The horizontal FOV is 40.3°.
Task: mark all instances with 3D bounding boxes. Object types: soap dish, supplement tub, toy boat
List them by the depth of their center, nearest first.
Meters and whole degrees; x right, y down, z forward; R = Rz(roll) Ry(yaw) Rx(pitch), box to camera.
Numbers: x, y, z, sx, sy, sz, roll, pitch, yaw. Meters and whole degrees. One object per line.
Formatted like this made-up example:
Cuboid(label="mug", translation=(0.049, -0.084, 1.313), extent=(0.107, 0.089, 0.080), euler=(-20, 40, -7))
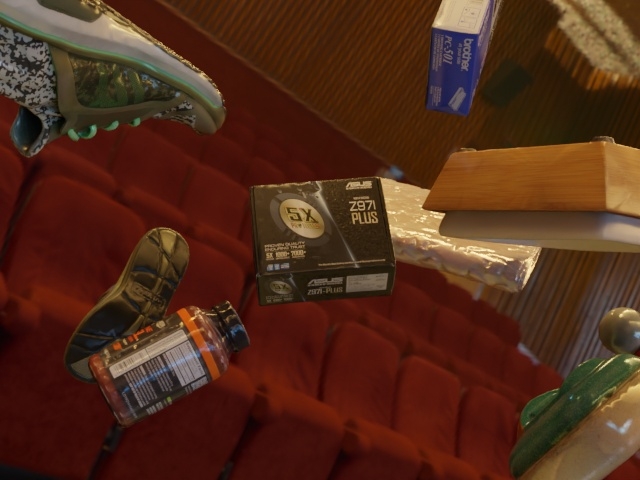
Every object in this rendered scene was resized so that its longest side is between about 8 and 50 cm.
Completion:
Cuboid(label="soap dish", translation=(0.307, -0.051, 1.083), extent=(0.229, 0.118, 0.291), euler=(6, -1, -35))
Cuboid(label="toy boat", translation=(0.357, 0.204, 1.130), extent=(0.148, 0.318, 0.267), euler=(48, -38, 19))
Cuboid(label="supplement tub", translation=(-0.194, 0.154, 1.141), extent=(0.106, 0.198, 0.106), euler=(55, -17, 26))

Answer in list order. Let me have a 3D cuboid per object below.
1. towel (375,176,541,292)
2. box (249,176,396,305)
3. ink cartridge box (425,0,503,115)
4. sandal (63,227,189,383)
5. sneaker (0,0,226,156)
Cuboid(label="towel", translation=(0.180, -0.018, 1.378), extent=(0.332, 0.053, 0.317), euler=(16, 18, 18))
Cuboid(label="box", translation=(0.000, 0.000, 1.159), extent=(0.180, 0.147, 0.077), euler=(-4, -35, -4))
Cuboid(label="ink cartridge box", translation=(0.151, -0.227, 0.875), extent=(0.046, 0.207, 0.097), euler=(12, -40, 13))
Cuboid(label="sandal", translation=(-0.319, 0.113, 1.468), extent=(0.120, 0.302, 0.086), euler=(42, -33, -20))
Cuboid(label="sneaker", translation=(-0.270, -0.172, 0.962), extent=(0.158, 0.182, 0.410), euler=(39, 9, 31))
